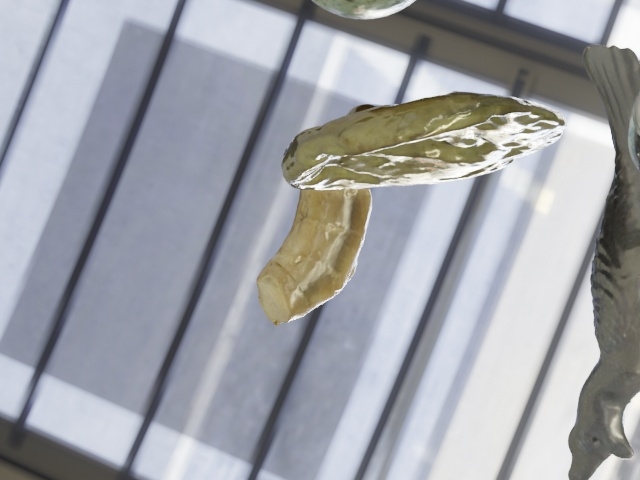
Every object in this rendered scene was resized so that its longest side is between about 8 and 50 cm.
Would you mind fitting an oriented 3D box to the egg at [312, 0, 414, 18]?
[{"bbox_3d":[0.037,-0.250,1.429,0.172,0.132,0.132,-65,171,-70],"label":"egg"}]

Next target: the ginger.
[{"bbox_3d":[-0.002,-0.001,1.723,0.069,0.095,0.190,-125,-128,-77],"label":"ginger"}]

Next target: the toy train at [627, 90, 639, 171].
[{"bbox_3d":[0.346,-0.119,1.220,0.300,0.131,0.202,8,99,-37],"label":"toy train"}]

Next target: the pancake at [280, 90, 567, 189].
[{"bbox_3d":[0.083,-0.083,1.400,0.242,0.242,0.050,15,67,-73],"label":"pancake"}]

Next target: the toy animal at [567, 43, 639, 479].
[{"bbox_3d":[0.261,0.011,1.353,0.206,0.081,0.367,-7,-103,62],"label":"toy animal"}]
